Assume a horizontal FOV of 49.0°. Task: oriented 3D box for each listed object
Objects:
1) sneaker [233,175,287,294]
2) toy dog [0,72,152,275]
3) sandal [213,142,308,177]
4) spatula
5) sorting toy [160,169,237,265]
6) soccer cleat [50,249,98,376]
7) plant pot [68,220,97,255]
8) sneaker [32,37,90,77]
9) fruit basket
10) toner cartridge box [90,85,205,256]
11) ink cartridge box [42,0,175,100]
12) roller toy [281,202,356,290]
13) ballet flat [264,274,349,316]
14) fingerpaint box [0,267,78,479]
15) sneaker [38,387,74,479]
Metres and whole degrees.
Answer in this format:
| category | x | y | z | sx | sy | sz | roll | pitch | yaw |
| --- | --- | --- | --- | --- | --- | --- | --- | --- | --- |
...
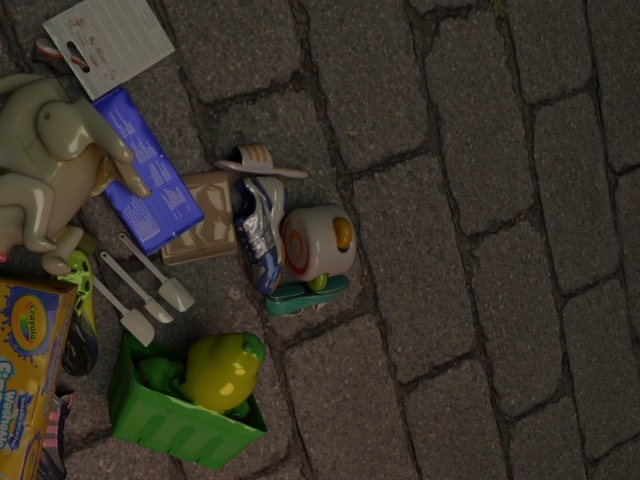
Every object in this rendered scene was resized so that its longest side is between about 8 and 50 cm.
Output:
| category | x | y | z | sx | sy | sz | roll | pitch | yaw |
| --- | --- | --- | --- | --- | --- | --- | --- | --- | --- |
| sneaker | -0.164 | -0.014 | 1.755 | 0.130 | 0.111 | 0.297 | 3 | 87 | -35 |
| toy dog | -0.592 | -0.110 | 1.338 | 0.408 | 0.284 | 0.395 | -43 | 91 | -15 |
| sandal | -0.146 | -0.202 | 1.746 | 0.265 | 0.102 | 0.076 | 2 | 96 | -37 |
| spatula | -0.427 | 0.105 | 1.628 | 0.242 | 0.019 | 0.168 | 46 | 63 | 0 |
| sorting toy | -0.308 | -0.057 | 1.717 | 0.192 | 0.038 | 0.209 | -12 | 99 | -26 |
| soccer cleat | -0.551 | 0.159 | 1.575 | 0.093 | 0.121 | 0.290 | -3 | 100 | -12 |
| plant pot | -0.549 | 0.000 | 1.576 | 0.079 | 0.083 | 0.083 | 27 | 85 | -41 |
| sneaker | -0.549 | -0.384 | 1.528 | 0.157 | 0.061 | 0.065 | 19 | 121 | -36 |
| fruit basket | -0.278 | 0.325 | 1.650 | 0.391 | 0.283 | 0.393 | -8 | 115 | -18 |
| toner cartridge box | -0.425 | -0.153 | 1.589 | 0.165 | 0.075 | 0.348 | -34 | 106 | -16 |
| ink cartridge box | -0.463 | -0.444 | 1.540 | 0.232 | 0.066 | 0.189 | -39 | 115 | -21 |
| roller toy | 0.000 | 0.000 | 1.796 | 0.146 | 0.191 | 0.210 | -10 | 132 | -28 |
| ballet flat | -0.039 | 0.151 | 1.878 | 0.247 | 0.083 | 0.087 | -10 | 128 | -26 |
| fingerpaint box | -0.731 | 0.271 | 1.412 | 0.370 | 0.163 | 0.445 | 12 | 93 | -8 |
| sneaker | -0.607 | 0.405 | 1.588 | 0.131 | 0.112 | 0.319 | -19 | 108 | -21 |
